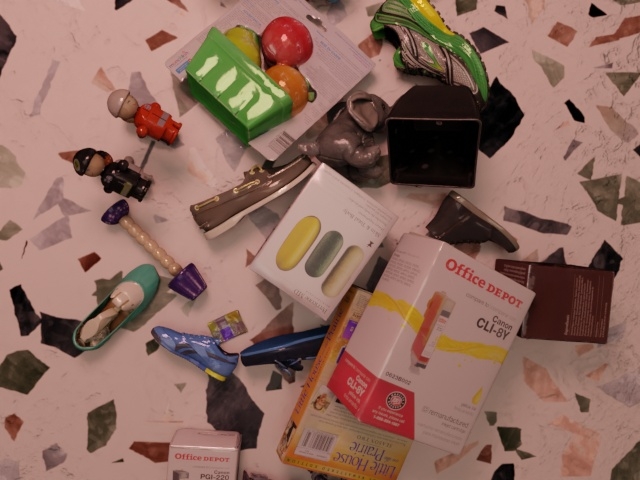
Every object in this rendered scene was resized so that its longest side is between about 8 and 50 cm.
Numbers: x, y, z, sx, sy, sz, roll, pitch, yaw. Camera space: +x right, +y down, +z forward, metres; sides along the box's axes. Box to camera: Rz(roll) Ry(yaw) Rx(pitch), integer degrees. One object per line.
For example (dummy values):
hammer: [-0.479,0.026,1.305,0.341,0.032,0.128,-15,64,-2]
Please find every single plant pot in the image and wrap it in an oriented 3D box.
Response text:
plant pot: [0.256,-0.243,1.063,0.188,0.187,0.166,6,53,17]

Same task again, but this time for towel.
towel: [-0.222,0.207,1.147,0.083,0.009,0.060,-22,94,-4]

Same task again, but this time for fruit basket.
fruit basket: [-0.106,-0.390,1.080,0.327,0.165,0.353,42,69,2]

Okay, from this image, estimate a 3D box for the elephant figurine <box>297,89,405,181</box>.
elephant figurine: [0.089,-0.269,1.102,0.170,0.186,0.239,11,79,29]

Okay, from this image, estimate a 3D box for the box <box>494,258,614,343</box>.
box: [0.536,0.137,1.129,0.203,0.168,0.166,5,92,-6]

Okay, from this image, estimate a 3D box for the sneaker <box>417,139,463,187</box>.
sneaker: [0.304,-0.166,1.155,0.161,0.057,0.075,-39,89,-5]

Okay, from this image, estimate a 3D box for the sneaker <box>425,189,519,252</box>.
sneaker: [0.366,-0.015,1.165,0.222,0.083,0.118,35,104,-8]

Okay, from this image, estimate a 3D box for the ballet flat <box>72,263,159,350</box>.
ballet flat: [-0.461,0.157,1.087,0.083,0.087,0.247,42,88,-5]

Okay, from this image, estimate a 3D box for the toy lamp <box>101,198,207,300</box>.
toy lamp: [-0.373,0.028,1.095,0.275,0.080,0.080,43,88,-4]

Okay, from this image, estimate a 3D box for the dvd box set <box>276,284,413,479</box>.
dvd box set: [0.119,0.345,1.118,0.308,0.062,0.420,23,90,-21]

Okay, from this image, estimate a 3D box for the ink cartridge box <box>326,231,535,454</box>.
ink cartridge box: [0.235,0.211,1.021,0.279,0.160,0.384,27,88,-22]

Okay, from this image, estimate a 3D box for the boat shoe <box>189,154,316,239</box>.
boat shoe: [-0.153,-0.116,1.093,0.305,0.109,0.091,-33,99,1]

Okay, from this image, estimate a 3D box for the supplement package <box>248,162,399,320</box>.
supplement package: [0.000,0.000,1.064,0.199,0.198,0.262,35,89,-6]

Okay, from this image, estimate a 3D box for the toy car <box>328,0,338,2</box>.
toy car: [0.030,-0.627,1.088,0.136,0.159,0.181,16,90,-42]

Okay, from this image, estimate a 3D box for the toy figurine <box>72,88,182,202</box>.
toy figurine: [-0.405,-0.202,1.017,0.148,0.209,0.212,28,93,-22]

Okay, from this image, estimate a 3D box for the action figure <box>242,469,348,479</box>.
action figure: [-0.046,0.615,1.137,0.285,0.099,0.185,7,84,-9]

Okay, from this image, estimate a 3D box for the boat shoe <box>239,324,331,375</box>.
boat shoe: [-0.054,0.267,1.117,0.259,0.109,0.088,-10,96,-2]

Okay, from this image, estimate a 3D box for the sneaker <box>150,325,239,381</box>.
sneaker: [-0.287,0.242,1.115,0.209,0.069,0.082,32,86,-7]

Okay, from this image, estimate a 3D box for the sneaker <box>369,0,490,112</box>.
sneaker: [0.255,-0.419,1.121,0.146,0.134,0.343,-43,86,5]

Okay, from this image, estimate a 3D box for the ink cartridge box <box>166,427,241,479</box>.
ink cartridge box: [-0.273,0.562,1.115,0.159,0.092,0.217,5,90,-5]
